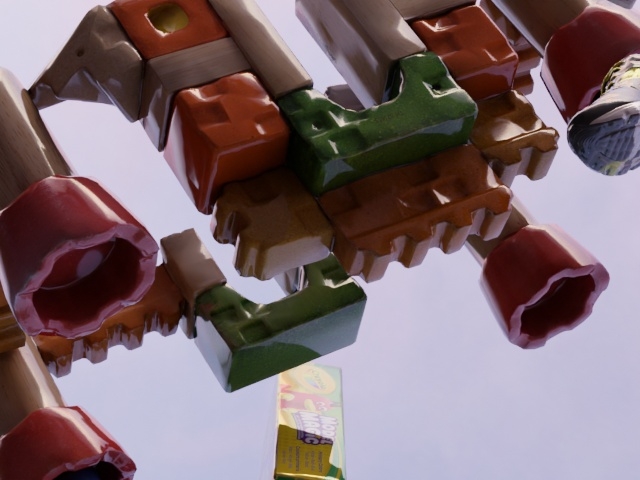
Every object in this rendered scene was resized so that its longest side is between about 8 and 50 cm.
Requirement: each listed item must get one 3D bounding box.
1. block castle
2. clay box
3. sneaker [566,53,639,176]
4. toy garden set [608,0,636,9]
[{"bbox_3d":[0.000,0.000,1.142,0.213,0.453,0.303,55,-29,31],"label":"block castle"},{"bbox_3d":[-0.017,0.181,1.234,0.222,0.053,0.127,-94,-167,-70],"label":"clay box"},{"bbox_3d":[0.113,-0.048,0.668,0.035,0.083,0.031,44,-51,27],"label":"sneaker"},{"bbox_3d":[0.189,-0.113,0.909,0.049,0.203,0.244,-61,-158,20],"label":"toy garden set"}]
